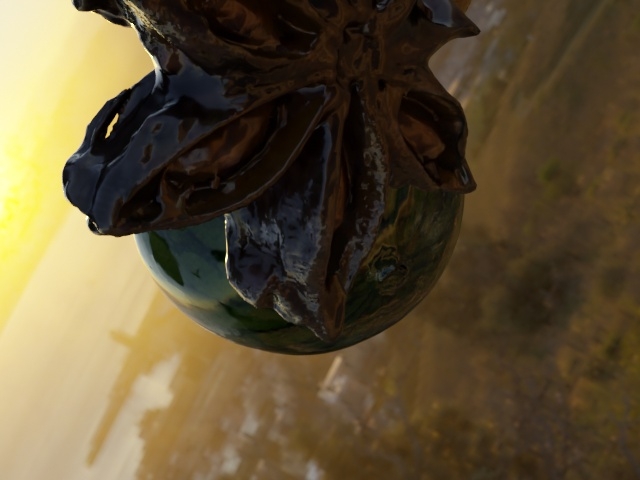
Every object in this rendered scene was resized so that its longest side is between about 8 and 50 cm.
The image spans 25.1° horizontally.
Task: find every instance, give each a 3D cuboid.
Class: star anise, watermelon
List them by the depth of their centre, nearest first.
[{"bbox_3d":[-0.022,-0.062,0.637,0.214,0.220,0.099,-29,36,-26],"label":"star anise"},{"bbox_3d":[0.000,0.000,1.334,0.330,0.331,0.189,-57,35,23],"label":"watermelon"}]

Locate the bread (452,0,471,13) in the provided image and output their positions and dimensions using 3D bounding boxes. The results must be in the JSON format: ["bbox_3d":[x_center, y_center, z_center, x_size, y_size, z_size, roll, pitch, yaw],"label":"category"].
[{"bbox_3d":[-0.011,-0.268,1.072,0.312,0.312,0.172,-50,18,46],"label":"bread"}]
